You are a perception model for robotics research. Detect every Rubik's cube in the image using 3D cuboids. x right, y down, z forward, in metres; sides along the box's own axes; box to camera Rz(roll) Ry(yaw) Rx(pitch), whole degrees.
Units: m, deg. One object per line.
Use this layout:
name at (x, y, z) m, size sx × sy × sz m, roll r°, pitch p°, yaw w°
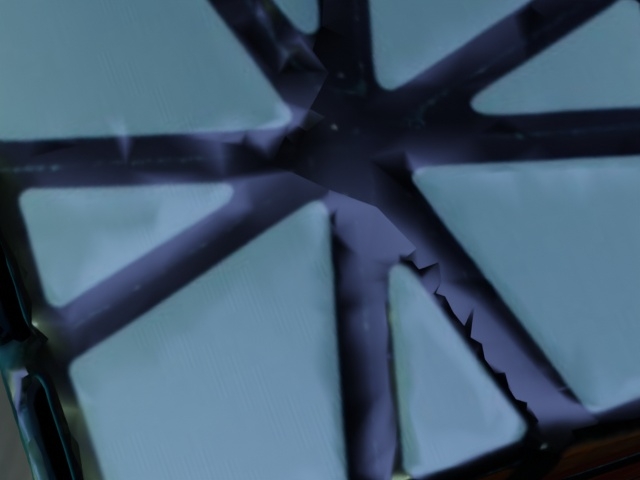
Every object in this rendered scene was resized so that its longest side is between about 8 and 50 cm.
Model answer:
Rubik's cube at (0.000, 0.000, 0.762) m, size 0.293 × 0.283 × 0.288 m, roll -19°, pitch 75°, yaw -10°
